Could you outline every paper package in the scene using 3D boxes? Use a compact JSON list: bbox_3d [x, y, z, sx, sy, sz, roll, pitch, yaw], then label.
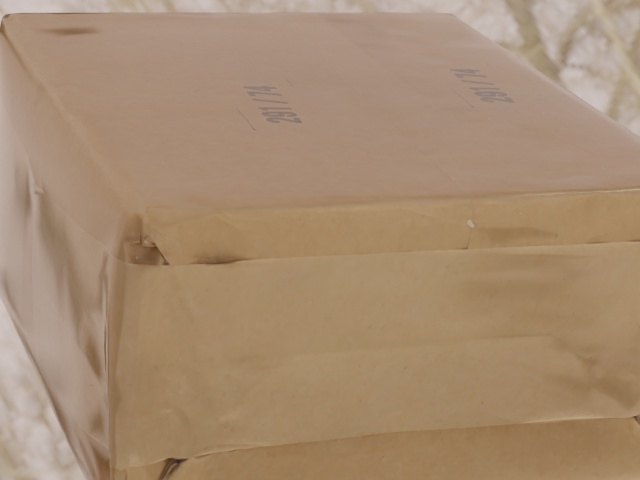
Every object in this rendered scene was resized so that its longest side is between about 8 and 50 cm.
[{"bbox_3d":[0.000,0.000,0.877,0.309,0.325,0.168,-3,-67,-22],"label":"paper package"}]
